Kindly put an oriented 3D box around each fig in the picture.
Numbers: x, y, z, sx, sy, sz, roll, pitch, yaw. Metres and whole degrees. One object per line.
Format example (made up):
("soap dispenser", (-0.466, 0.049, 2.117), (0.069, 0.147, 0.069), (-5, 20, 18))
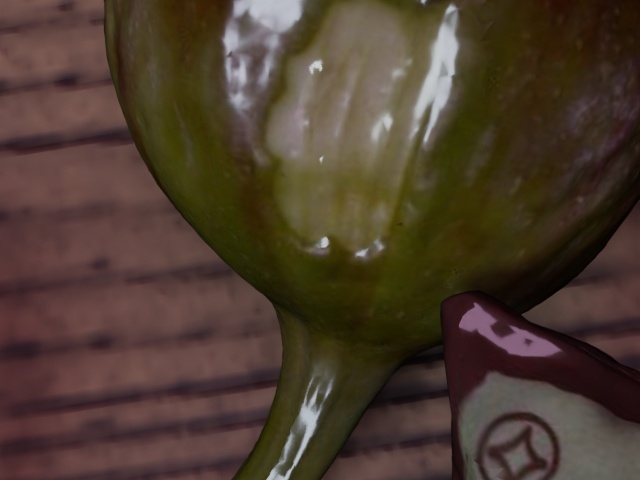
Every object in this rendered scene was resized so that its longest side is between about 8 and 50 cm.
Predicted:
("fig", (0.000, 0.000, 0.459), (0.149, 0.149, 0.245), (21, 99, 8))

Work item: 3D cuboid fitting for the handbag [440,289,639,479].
("handbag", (0.116, 0.140, 0.403), (0.235, 0.127, 0.213), (15, 99, 16))
